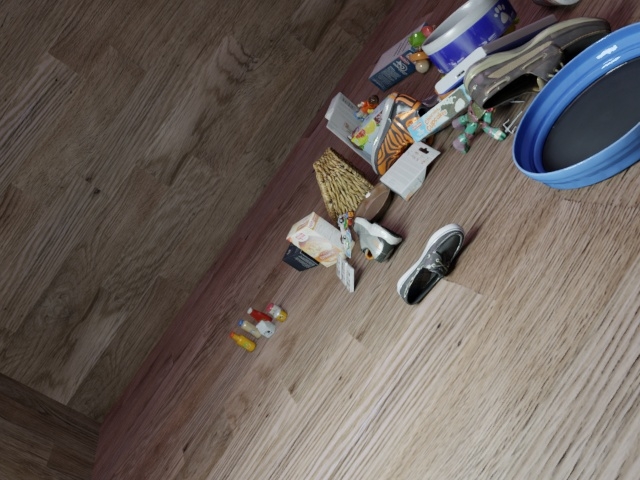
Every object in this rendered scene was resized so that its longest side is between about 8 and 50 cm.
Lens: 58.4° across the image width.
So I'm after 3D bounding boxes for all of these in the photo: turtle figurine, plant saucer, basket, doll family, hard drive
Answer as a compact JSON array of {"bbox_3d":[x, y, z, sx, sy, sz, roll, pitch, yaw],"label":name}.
[{"bbox_3d":[0.456,-0.347,1.577,0.234,0.118,0.175,-37,25,56],"label":"turtle figurine"},{"bbox_3d":[0.183,-0.114,1.955,0.198,0.036,0.199,-46,21,23],"label":"plant saucer"},{"bbox_3d":[0.045,-0.203,2.167,0.223,0.213,0.299,-50,19,12],"label":"basket"},{"bbox_3d":[0.265,-0.469,2.165,0.163,0.263,0.118,141,123,-60],"label":"doll family"},{"bbox_3d":[0.496,-0.523,1.617,0.318,0.040,0.210,-30,-1,-28],"label":"hard drive"}]

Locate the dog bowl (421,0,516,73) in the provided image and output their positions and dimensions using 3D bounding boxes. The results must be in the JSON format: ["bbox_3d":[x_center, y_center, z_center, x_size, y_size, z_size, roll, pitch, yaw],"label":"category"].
[{"bbox_3d":[0.430,-0.613,1.669,0.265,0.104,0.265,-39,15,12],"label":"dog bowl"}]

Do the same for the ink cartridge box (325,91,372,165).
[{"bbox_3d":[0.135,-0.407,2.203,0.060,0.275,0.239,-34,26,43],"label":"ink cartridge box"}]

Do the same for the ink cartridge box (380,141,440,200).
[{"bbox_3d":[0.292,-0.226,1.833,0.179,0.045,0.145,-45,34,2],"label":"ink cartridge box"}]

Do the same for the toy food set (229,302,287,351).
[{"bbox_3d":[-0.231,0.302,2.133,0.232,0.104,0.111,-44,21,29],"label":"toy food set"}]

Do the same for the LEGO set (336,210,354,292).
[{"bbox_3d":[0.091,0.018,1.792,0.182,0.060,0.244,-131,39,-71],"label":"LEGO set"}]

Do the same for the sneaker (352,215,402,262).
[{"bbox_3d":[0.151,-0.004,1.748,0.108,0.100,0.271,-63,16,3],"label":"sneaker"}]

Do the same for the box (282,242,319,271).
[{"bbox_3d":[-0.048,0.022,2.195,0.158,0.093,0.156,-21,38,58],"label":"box"}]

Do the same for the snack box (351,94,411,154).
[{"bbox_3d":[0.244,-0.395,2.075,0.207,0.174,0.070,-40,27,36],"label":"snack box"}]

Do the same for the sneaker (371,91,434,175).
[{"bbox_3d":[0.285,-0.333,1.955,0.124,0.180,0.321,-45,-26,-39],"label":"sneaker"}]

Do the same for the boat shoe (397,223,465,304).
[{"bbox_3d":[0.268,0.064,1.368,0.228,0.080,0.076,-49,25,19],"label":"boat shoe"}]

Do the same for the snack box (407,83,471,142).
[{"bbox_3d":[0.428,-0.416,1.711,0.187,0.060,0.322,-29,-4,-43],"label":"snack box"}]

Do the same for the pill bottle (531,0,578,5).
[{"bbox_3d":[0.690,-0.761,1.699,0.121,0.121,0.216,-50,19,12],"label":"pill bottle"}]

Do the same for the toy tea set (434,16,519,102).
[{"bbox_3d":[0.500,-0.573,1.844,0.336,0.124,0.200,-47,27,18],"label":"toy tea set"}]

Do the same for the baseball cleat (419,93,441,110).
[{"bbox_3d":[0.417,-0.488,2.010,0.109,0.072,0.206,-45,20,-17],"label":"baseball cleat"}]

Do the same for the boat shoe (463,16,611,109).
[{"bbox_3d":[0.541,-0.421,1.417,0.355,0.132,0.130,-21,66,22],"label":"boat shoe"}]

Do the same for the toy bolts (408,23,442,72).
[{"bbox_3d":[0.479,-0.782,2.325,0.218,0.159,0.228,-13,10,-1],"label":"toy bolts"}]

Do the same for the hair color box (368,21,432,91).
[{"bbox_3d":[0.378,-0.832,2.621,0.174,0.105,0.347,-62,19,-20],"label":"hair color box"}]

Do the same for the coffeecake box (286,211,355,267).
[{"bbox_3d":[0.000,0.000,1.965,0.142,0.185,0.068,-29,31,53],"label":"coffeecake box"}]

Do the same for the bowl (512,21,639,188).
[{"bbox_3d":[0.580,-0.274,1.187,0.391,0.077,0.391,-47,20,23],"label":"bowl"}]
